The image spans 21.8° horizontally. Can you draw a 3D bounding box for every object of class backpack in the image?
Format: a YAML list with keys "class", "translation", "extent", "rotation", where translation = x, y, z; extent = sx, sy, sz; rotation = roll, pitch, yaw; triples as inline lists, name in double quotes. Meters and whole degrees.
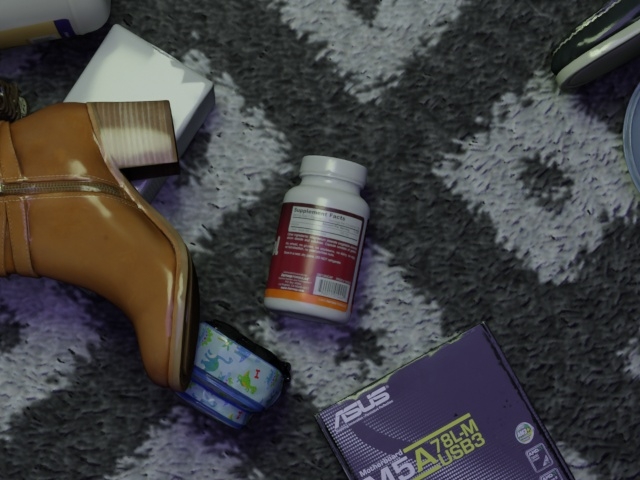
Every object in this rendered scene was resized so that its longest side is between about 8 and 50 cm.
- class: "backpack"
  translation: [-0.087, 0.126, 1.556]
  extent: [0.105, 0.114, 0.084]
  rotation: [31, 84, 2]

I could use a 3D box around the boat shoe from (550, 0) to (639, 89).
- class: "boat shoe"
  translation: [0.339, -0.275, 1.605]
  extent: [0.340, 0.127, 0.113]
  rotation: [-36, 83, -6]

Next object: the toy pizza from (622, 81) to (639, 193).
- class: "toy pizza"
  translation: [0.395, -0.097, 1.630]
  extent: [0.201, 0.032, 0.201]
  rotation: [0, 84, -2]

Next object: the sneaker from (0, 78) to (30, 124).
- class: "sneaker"
  translation: [-0.307, -0.135, 1.550]
  extent: [0.071, 0.188, 0.066]
  rotation: [-3, 83, -11]

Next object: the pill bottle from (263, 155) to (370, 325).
- class: "pill bottle"
  translation: [0.000, 0.000, 1.588]
  extent: [0.086, 0.086, 0.152]
  rotation: [11, 82, 1]

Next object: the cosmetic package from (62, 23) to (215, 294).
- class: "cosmetic package"
  translation: [-0.208, -0.077, 1.598]
  extent: [0.117, 0.085, 0.231]
  rotation: [33, 82, 4]

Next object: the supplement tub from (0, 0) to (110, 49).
- class: "supplement tub"
  translation: [-0.378, -0.283, 1.542]
  extent: [0.331, 0.241, 0.241]
  rotation: [-11, 83, -2]

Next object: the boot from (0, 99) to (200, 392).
- class: "boot"
  translation: [-0.226, 0.011, 1.485]
  extent: [0.220, 0.109, 0.283]
  rotation: [-9, 79, -2]

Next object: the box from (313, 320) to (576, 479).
- class: "box"
  translation: [0.119, 0.201, 1.584]
  extent: [0.191, 0.045, 0.184]
  rotation: [-28, 86, -4]
